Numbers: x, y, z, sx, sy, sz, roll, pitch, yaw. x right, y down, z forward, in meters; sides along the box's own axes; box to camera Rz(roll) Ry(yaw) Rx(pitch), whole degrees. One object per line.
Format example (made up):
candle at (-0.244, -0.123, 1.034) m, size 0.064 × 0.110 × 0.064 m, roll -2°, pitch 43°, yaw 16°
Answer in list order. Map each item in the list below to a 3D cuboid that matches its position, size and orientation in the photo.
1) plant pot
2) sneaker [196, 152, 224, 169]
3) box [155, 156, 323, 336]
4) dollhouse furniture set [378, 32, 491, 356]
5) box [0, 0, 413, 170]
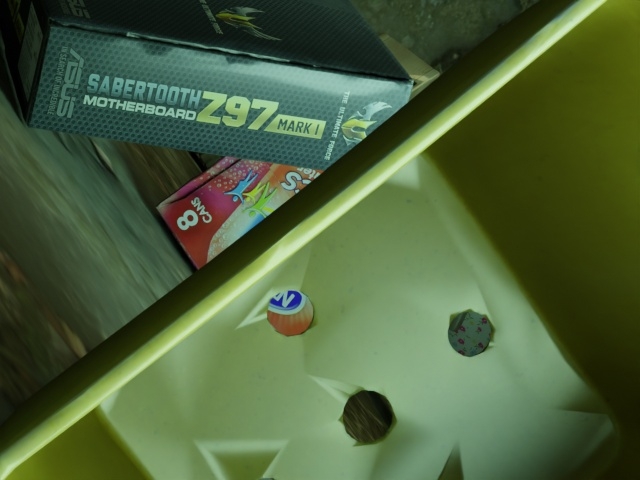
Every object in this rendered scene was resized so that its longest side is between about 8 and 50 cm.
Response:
plant pot at (0.040, 0.066, 0.492) m, size 0.212 × 0.212 × 0.187 m, roll 53°, pitch -9°, yaw -12°
sneaker at (-0.043, -0.050, 1.392) m, size 0.162 × 0.073 × 0.063 m, roll 57°, pitch 3°, yaw -6°
box at (0.000, 0.000, 1.083) m, size 0.128 × 0.122 × 0.257 m, roll 56°, pitch 4°, yaw 3°
dollhouse furniture set at (0.058, 0.073, 1.393) m, size 0.303 × 0.174 × 0.355 m, roll 39°, pitch -43°, yaw 18°
box at (-0.073, -0.115, 0.913) m, size 0.183 × 0.059 × 0.233 m, roll 8°, pitch 25°, yaw -20°
